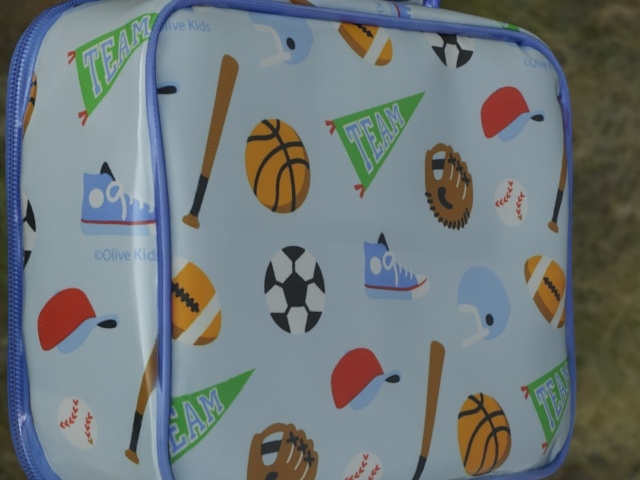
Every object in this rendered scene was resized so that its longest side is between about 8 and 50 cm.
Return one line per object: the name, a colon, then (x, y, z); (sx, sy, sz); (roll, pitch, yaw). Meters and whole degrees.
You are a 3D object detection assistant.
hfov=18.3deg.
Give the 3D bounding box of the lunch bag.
lunch bag: (0.000, 0.000, 0.888); (0.303, 0.115, 0.243); (1, 85, -48)
